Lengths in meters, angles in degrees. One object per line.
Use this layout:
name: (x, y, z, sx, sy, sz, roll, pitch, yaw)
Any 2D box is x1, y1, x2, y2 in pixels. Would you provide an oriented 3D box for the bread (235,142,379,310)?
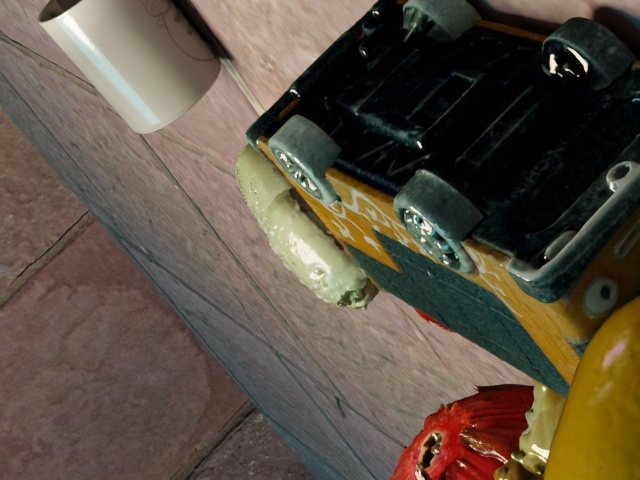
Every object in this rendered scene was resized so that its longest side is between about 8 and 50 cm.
bread: (0.000, 0.000, 1.230, 0.172, 0.064, 0.232, 39, -172, -35)

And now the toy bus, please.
toy bus: (0.100, -0.021, 0.719, 0.167, 0.138, 0.275, 51, 169, -31)

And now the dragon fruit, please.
dragon fruit: (0.172, 0.235, 1.134, 0.252, 0.241, 0.241, 61, 167, -4)

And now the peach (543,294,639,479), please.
peach: (0.205, 0.113, 0.555, 0.251, 0.251, 0.153, 48, 171, -14)

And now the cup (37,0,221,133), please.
cup: (-0.154, -0.181, 1.192, 0.099, 0.136, 0.133, -19, 122, 39)

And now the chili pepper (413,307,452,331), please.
chili pepper: (0.076, 0.019, 1.142, 0.059, 0.050, 0.268, 19, 157, 29)

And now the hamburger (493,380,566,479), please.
hamburger: (0.237, 0.205, 0.794, 0.277, 0.195, 0.318, 24, 174, 28)
